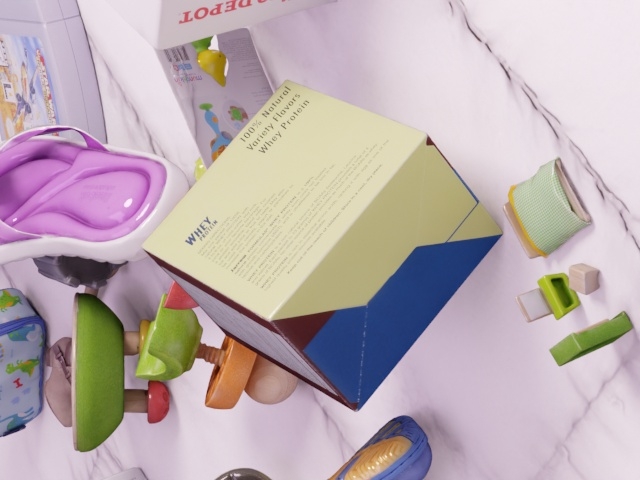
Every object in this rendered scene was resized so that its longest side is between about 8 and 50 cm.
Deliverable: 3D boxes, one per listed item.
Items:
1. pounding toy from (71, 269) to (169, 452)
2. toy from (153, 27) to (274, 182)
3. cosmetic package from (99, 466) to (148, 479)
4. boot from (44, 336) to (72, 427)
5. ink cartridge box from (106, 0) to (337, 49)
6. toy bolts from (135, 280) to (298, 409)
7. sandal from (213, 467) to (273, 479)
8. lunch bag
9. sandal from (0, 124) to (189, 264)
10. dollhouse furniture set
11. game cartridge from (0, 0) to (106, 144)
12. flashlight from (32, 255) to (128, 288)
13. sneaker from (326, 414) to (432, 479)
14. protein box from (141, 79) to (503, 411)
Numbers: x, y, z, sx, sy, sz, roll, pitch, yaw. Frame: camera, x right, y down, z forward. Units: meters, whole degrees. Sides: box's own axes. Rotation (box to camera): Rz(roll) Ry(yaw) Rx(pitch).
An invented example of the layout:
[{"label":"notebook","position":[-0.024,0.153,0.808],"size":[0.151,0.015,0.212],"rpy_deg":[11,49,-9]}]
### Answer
[{"label":"pounding toy","position":[-0.229,0.129,2.151],"size":[0.183,0.110,0.237],"rpy_deg":[98,171,-54]},{"label":"toy","position":[-0.081,-0.079,1.735],"size":[0.056,0.137,0.237],"rpy_deg":[-25,83,39]},{"label":"cosmetic package","position":[-0.204,0.492,2.231],"size":[0.385,0.156,0.217],"rpy_deg":[52,144,28]},{"label":"boot","position":[-0.314,0.179,2.345],"size":[0.087,0.042,0.118],"rpy_deg":[-5,102,56]},{"label":"ink cartridge box","position":[-0.096,-0.339,1.567],"size":[0.197,0.198,0.270],"rpy_deg":[46,142,35]},{"label":"toy bolts","position":[-0.070,0.045,1.846],"size":[0.228,0.158,0.218],"rpy_deg":[122,164,-64]},{"label":"sandal","position":[-0.038,0.382,1.972],"size":[0.086,0.120,0.303],"rpy_deg":[140,113,-87]},{"label":"lunch bag","position":[-0.452,0.176,2.431],"size":[0.090,0.176,0.219],"rpy_deg":[49,142,33]},{"label":"sandal","position":[-0.309,-0.063,2.004],"size":[0.416,0.169,0.102],"rpy_deg":[-1,146,39]},{"label":"dollhouse furniture set","position":[0.179,0.019,1.455],"size":[0.152,0.058,0.076],"rpy_deg":[64,148,12]},{"label":"game cartridge","position":[-0.322,-0.175,2.159],"size":[0.198,0.062,0.297],"rpy_deg":[17,120,59]},{"label":"flashlight","position":[-0.350,-0.015,2.142],"size":[0.304,0.103,0.103],"rpy_deg":[21,154,51]},{"label":"sneaker","position":[0.054,0.270,1.772],"size":[0.131,0.112,0.296],"rpy_deg":[47,147,6]},{"label":"protein box","position":[0.000,0.000,1.559],"size":[0.201,0.200,0.136],"rpy_deg":[26,162,50]}]
